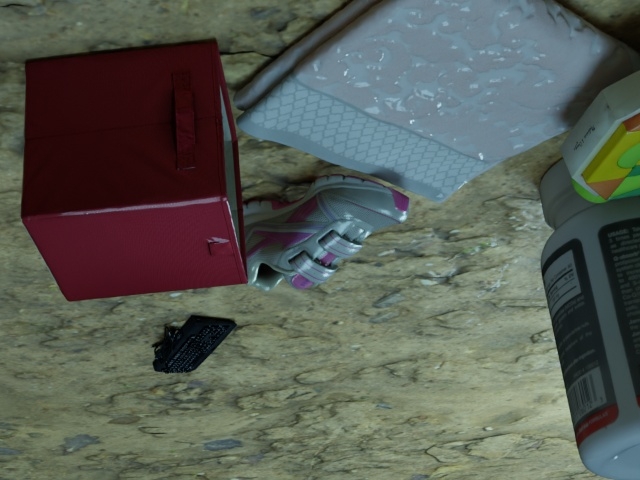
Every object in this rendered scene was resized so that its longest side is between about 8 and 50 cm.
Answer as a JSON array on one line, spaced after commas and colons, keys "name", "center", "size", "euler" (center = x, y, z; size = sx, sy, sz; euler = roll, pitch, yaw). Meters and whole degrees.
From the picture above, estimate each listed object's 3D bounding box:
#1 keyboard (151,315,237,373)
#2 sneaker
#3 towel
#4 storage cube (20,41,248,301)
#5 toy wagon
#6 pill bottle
[{"name": "keyboard", "center": [-0.201, 0.168, 1.827], "size": [0.100, 0.038, 0.192], "euler": [7, 149, -24]}, {"name": "sneaker", "center": [0.000, 0.000, 1.434], "size": [0.252, 0.111, 0.103], "euler": [-18, 152, 40]}, {"name": "towel", "center": [0.127, -0.155, 1.264], "size": [0.331, 0.053, 0.317], "euler": [18, 144, -41]}, {"name": "storage cube", "center": [-0.181, -0.063, 1.226], "size": [0.193, 0.184, 0.215], "euler": [-6, 153, -1]}, {"name": "toy wagon", "center": [0.428, -0.134, 1.284], "size": [0.344, 0.068, 0.267], "euler": [-8, 155, -18]}, {"name": "pill bottle", "center": [0.373, 0.077, 1.424], "size": [0.210, 0.363, 0.210], "euler": [-5, 152, -3]}]
